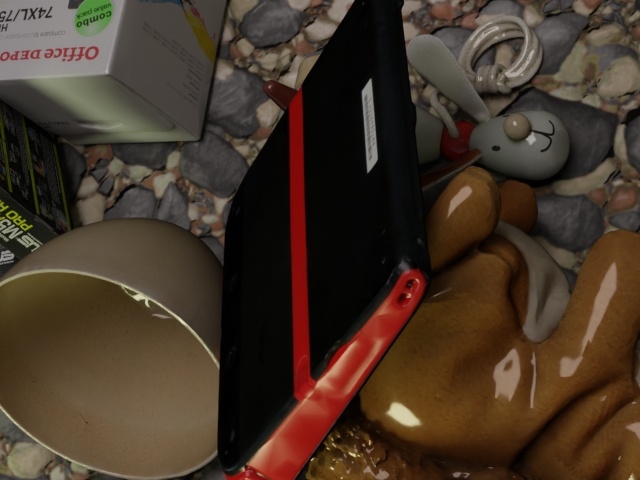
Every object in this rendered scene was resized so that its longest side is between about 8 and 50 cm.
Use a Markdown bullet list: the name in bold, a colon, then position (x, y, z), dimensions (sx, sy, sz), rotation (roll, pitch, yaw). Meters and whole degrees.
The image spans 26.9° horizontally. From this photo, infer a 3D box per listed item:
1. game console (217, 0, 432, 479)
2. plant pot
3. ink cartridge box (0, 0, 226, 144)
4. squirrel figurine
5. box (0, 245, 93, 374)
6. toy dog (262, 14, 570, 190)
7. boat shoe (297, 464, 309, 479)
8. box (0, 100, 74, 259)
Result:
- **game console**: position (0.000, 0.000, 1.189), dimensions (0.342, 0.060, 0.386), rotation (-54, 27, 39)
- **plant pot**: position (-0.195, 0.086, 1.409), dimensions (0.284, 0.284, 0.191), rotation (-7, 34, 25)
- **ink cartridge box**: position (-0.247, -0.272, 1.581), dimensions (0.198, 0.197, 0.270), rotation (0, 72, 27)
- **squirrel figurine**: position (0.197, 0.176, 1.155), dimensions (0.370, 0.281, 0.397), rotation (37, 92, 12)
- **box**: position (-0.338, 0.088, 1.583), dimensions (0.191, 0.045, 0.184), rotation (-10, 68, 23)
- **toy dog**: position (0.074, -0.130, 1.388), dimensions (0.334, 0.161, 0.220), rotation (-16, 65, 21)
- **boat shoe**: position (0.010, 0.196, 1.315), dimensions (0.069, 0.081, 0.227), rotation (16, 107, 27)
- **box**: position (-0.385, -0.121, 1.557), dimensions (0.060, 0.216, 0.270), rotation (-28, 51, 12)
